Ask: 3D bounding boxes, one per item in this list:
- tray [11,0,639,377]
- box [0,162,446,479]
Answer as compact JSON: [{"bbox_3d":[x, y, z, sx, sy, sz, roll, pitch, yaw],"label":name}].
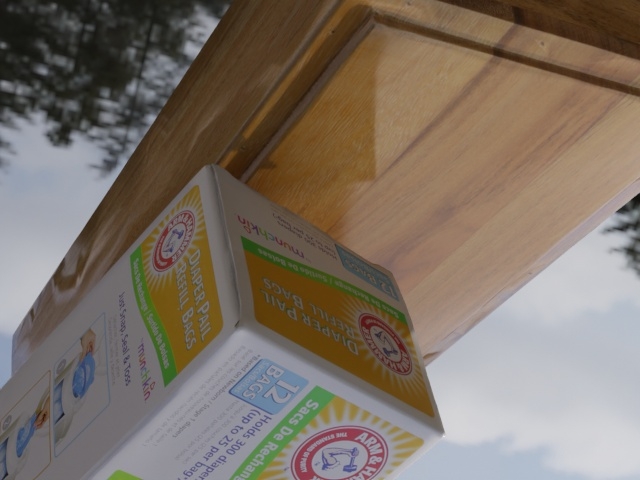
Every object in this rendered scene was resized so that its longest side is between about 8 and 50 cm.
[{"bbox_3d":[0.000,0.000,0.668,0.202,0.411,0.076,11,-125,-27],"label":"tray"},{"bbox_3d":[-0.062,0.086,0.556,0.114,0.203,0.103,30,-153,-31],"label":"box"}]
